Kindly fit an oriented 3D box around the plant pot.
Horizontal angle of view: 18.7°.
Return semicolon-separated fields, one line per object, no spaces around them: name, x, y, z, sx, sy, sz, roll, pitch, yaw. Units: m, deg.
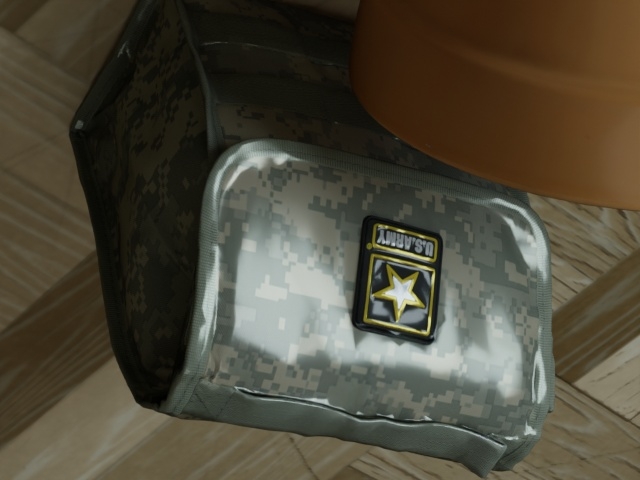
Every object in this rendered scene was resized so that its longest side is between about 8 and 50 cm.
plant pot;0.167;-0.168;1.044;0.291;0.291;0.203;-4;118;-16

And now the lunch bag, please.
lunch bag;0.000;0.000;1.129;0.235;0.287;0.169;13;129;-29
